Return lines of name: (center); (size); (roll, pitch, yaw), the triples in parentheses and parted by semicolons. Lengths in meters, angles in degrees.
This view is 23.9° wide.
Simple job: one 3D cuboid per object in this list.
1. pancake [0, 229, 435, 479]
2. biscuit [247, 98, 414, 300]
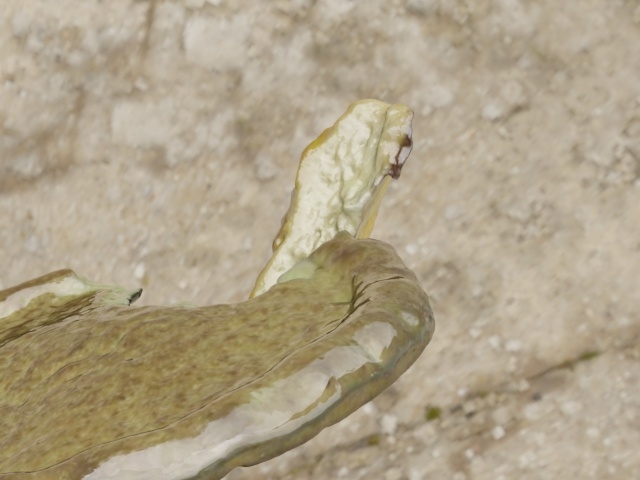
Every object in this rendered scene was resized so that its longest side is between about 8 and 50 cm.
pancake: (-0.096, 0.053, 0.622); (0.286, 0.288, 0.033); (-23, 107, -17)
biscuit: (0.000, 0.000, 0.927); (0.061, 0.118, 0.183); (22, 85, 1)
